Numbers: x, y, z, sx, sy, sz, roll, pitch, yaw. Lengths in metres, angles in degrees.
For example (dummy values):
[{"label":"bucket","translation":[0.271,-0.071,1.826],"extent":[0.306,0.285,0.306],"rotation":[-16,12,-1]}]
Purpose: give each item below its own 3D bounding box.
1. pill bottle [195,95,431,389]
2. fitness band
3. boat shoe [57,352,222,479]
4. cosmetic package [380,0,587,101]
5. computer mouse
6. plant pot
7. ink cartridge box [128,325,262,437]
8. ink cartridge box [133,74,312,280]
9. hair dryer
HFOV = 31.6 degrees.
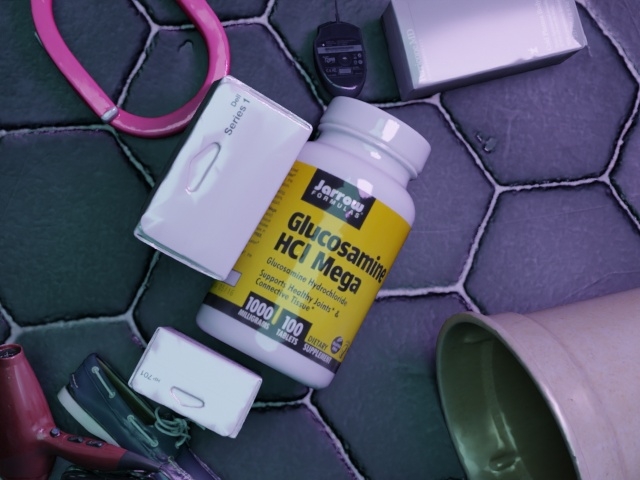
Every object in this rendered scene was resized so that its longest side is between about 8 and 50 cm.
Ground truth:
[{"label":"pill bottle","translation":[0.000,0.000,1.399],"extent":[0.188,0.188,0.334],"rotation":[28,83,-1]},{"label":"fitness band","translation":[-0.248,-0.271,1.476],"extent":[0.209,0.054,0.291],"rotation":[-38,89,-7]},{"label":"boat shoe","translation":[-0.210,0.241,1.412],"extent":[0.254,0.095,0.079],"rotation":[39,94,9]},{"label":"cosmetic package","translation":[0.209,-0.274,1.485],"extent":[0.238,0.107,0.127],"rotation":[-16,89,-9]},{"label":"computer mouse","translation":[0.017,-0.300,1.510],"extent":[0.071,0.041,0.242],"rotation":[-3,78,-13]},{"label":"plant pot","translation":[0.352,0.196,1.365],"extent":[0.305,0.334,0.334],"rotation":[-19,86,-17]},{"label":"ink cartridge box","translation":[-0.147,0.169,1.371],"extent":[0.139,0.191,0.082],"rotation":[28,83,-1]},{"label":"ink cartridge box","translation":[-0.120,-0.080,1.335],"extent":[0.117,0.278,0.201],"rotation":[30,92,-10]},{"label":"hair dryer","translation":[-0.303,0.246,1.371],"extent":[0.223,0.080,0.293],"rotation":[-36,98,27]}]
